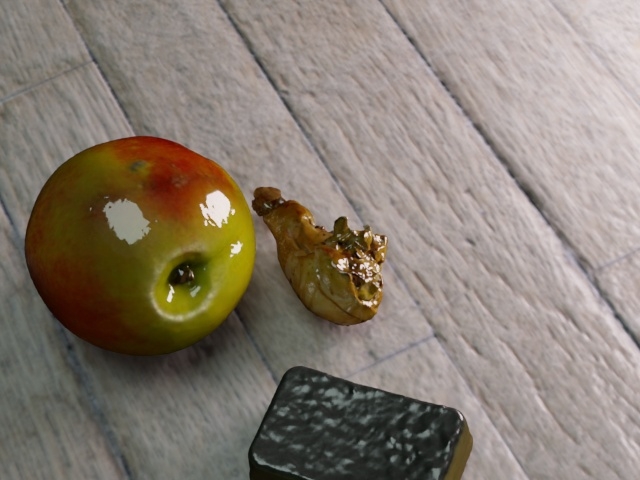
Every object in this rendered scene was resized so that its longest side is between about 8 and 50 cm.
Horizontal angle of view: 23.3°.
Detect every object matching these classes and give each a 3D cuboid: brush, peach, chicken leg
[{"bbox_3d":[0.037,0.199,1.483,0.197,0.059,0.123,14,59,17],"label":"brush"},{"bbox_3d":[-0.180,0.003,1.563,0.230,0.231,0.231,-4,54,5],"label":"peach"},{"bbox_3d":[-0.003,0.002,1.620,0.101,0.085,0.207,-51,49,13],"label":"chicken leg"}]
